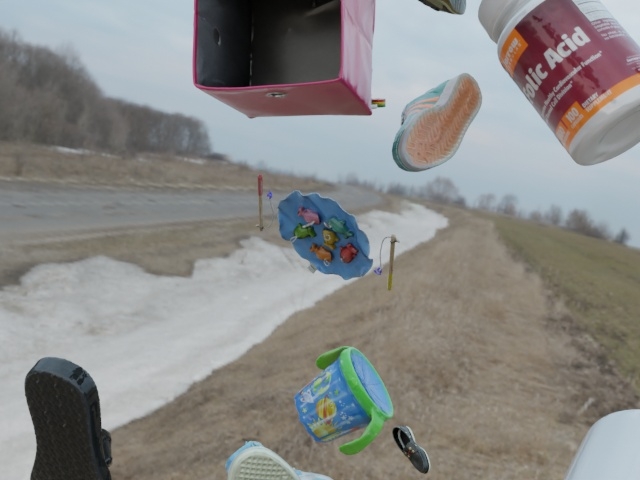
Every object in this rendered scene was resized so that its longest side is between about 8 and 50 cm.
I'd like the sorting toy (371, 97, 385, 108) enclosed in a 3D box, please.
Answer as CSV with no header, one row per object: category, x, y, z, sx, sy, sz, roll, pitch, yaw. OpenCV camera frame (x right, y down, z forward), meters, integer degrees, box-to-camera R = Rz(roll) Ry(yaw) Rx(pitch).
sorting toy,0.071,-0.398,2.169,0.132,0.046,0.274,10,19,33

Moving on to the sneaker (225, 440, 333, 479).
sneaker,-0.119,0.645,2.115,0.319,0.127,0.208,13,23,-34

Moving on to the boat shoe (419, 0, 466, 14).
boat shoe,0.310,-0.650,1.997,0.073,0.080,0.224,4,2,38

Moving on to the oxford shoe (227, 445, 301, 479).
oxford shoe,-0.084,0.622,1.708,0.169,0.449,0.130,-31,29,-3

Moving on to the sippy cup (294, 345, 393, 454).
sippy cup,0.056,0.462,2.175,0.240,0.224,0.305,55,12,-2

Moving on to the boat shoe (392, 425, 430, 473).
boat shoe,0.212,0.494,1.778,0.042,0.049,0.133,13,31,-38

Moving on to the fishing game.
fishing game,0.000,0.000,1.226,0.264,0.041,0.189,27,-35,17

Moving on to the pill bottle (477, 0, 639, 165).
pill bottle,0.496,-0.363,1.506,0.224,0.224,0.392,6,49,-52

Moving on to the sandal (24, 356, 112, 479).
sandal,-0.456,0.383,1.432,0.168,0.445,0.107,18,35,9

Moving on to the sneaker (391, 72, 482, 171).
sneaker,0.202,-0.212,1.444,0.121,0.108,0.302,-19,20,46

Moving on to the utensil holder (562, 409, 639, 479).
utensil holder,0.598,0.553,1.433,0.328,0.327,0.385,15,33,28

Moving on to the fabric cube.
fabric cube,-0.052,-0.359,1.305,0.254,0.259,0.258,1,-3,14
